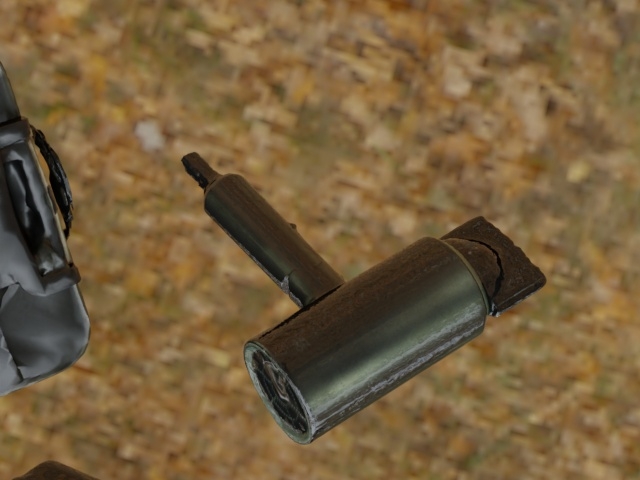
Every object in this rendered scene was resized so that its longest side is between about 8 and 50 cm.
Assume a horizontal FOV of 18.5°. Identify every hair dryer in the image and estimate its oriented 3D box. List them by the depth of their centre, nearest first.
[{"bbox_3d":[0.000,0.000,1.317,0.248,0.195,0.078,45,155,33],"label":"hair dryer"}]

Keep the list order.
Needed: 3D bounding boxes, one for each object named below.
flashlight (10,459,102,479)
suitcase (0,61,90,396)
[{"bbox_3d":[-0.059,0.275,1.509,0.424,0.103,0.103,21,164,19],"label":"flashlight"},{"bbox_3d":[-0.382,0.030,1.379,0.434,0.283,0.194,-21,-164,-14],"label":"suitcase"}]
